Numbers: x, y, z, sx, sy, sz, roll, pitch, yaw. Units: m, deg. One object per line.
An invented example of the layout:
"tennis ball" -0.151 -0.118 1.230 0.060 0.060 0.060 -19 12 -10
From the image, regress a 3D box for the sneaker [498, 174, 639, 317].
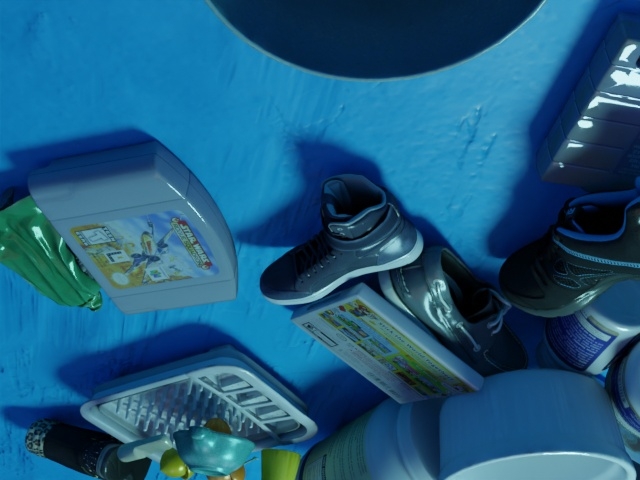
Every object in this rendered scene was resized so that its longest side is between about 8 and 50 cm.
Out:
"sneaker" 0.321 -0.001 1.123 0.139 0.125 0.341 32 152 -20

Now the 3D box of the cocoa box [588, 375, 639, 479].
"cocoa box" 0.477 0.418 1.595 0.347 0.228 0.231 32 135 -33

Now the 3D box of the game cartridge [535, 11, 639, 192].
"game cartridge" 0.446 -0.126 1.041 0.355 0.068 0.230 9 145 -10

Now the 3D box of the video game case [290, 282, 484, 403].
"video game case" 0.090 0.153 1.325 0.227 0.026 0.206 39 152 -13

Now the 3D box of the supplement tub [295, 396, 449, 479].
"supplement tub" 0.127 0.398 1.574 0.235 0.235 0.325 23 137 -26

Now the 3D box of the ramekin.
"ramekin" 0.301 0.294 1.345 0.277 0.135 0.277 -1 146 -1

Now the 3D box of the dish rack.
"dish rack" -0.200 0.276 1.560 0.332 0.072 0.285 -19 139 24

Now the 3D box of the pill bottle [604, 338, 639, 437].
"pill bottle" 0.495 0.211 1.338 0.153 0.153 0.265 -4 167 7

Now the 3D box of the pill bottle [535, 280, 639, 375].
"pill bottle" 0.382 0.126 1.320 0.112 0.112 0.187 10 141 -11

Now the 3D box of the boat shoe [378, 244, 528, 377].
"boat shoe" 0.213 0.109 1.301 0.099 0.116 0.319 -25 130 35

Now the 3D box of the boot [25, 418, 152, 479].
"boot" -0.416 0.384 1.702 0.178 0.085 0.236 16 167 13

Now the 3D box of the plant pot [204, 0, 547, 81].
"plant pot" 0.041 -0.296 0.717 0.290 0.195 0.290 0 142 0

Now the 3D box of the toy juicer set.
"toy juicer set" -0.203 0.337 1.524 0.209 0.089 0.329 -11 151 37

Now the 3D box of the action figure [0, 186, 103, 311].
"action figure" -0.366 0.026 1.249 0.137 0.063 0.232 -17 135 18

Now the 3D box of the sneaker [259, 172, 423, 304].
"sneaker" 0.000 -0.002 1.173 0.226 0.086 0.163 -22 148 13

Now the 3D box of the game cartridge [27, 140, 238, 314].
"game cartridge" -0.223 -0.005 1.217 0.198 0.062 0.297 -6 142 15
